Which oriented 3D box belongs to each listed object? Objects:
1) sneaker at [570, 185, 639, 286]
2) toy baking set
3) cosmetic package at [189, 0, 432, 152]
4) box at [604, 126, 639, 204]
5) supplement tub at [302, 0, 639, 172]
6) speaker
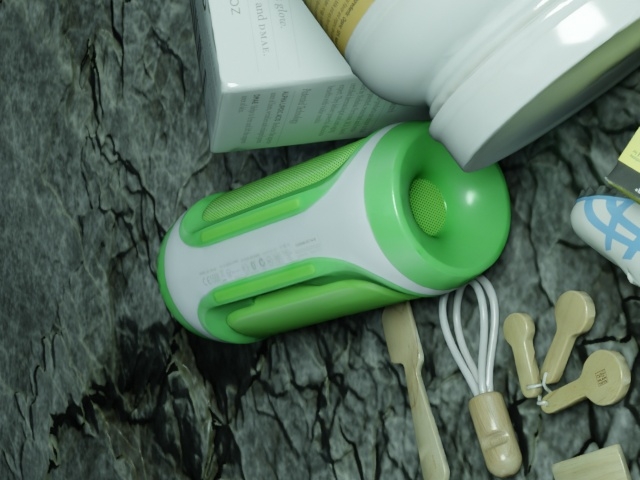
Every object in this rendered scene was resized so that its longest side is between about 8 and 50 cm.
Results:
[{"bbox_3d":[0.225,0.033,0.904,0.237,0.085,0.086,33,100,47],"label":"sneaker"},{"bbox_3d":[0.129,0.124,1.080,0.256,0.030,0.197,9,94,52],"label":"toy baking set"},{"bbox_3d":[0.008,-0.158,1.073,0.151,0.183,0.151,117,144,-76],"label":"cosmetic package"},{"bbox_3d":[0.255,-0.103,0.834,0.087,0.058,0.232,38,99,45],"label":"box"},{"bbox_3d":[0.068,-0.220,0.897,0.316,0.228,0.228,54,134,8],"label":"supplement tub"},{"bbox_3d":[0.000,0.000,1.164,0.296,0.131,0.131,-18,75,51],"label":"speaker"}]
